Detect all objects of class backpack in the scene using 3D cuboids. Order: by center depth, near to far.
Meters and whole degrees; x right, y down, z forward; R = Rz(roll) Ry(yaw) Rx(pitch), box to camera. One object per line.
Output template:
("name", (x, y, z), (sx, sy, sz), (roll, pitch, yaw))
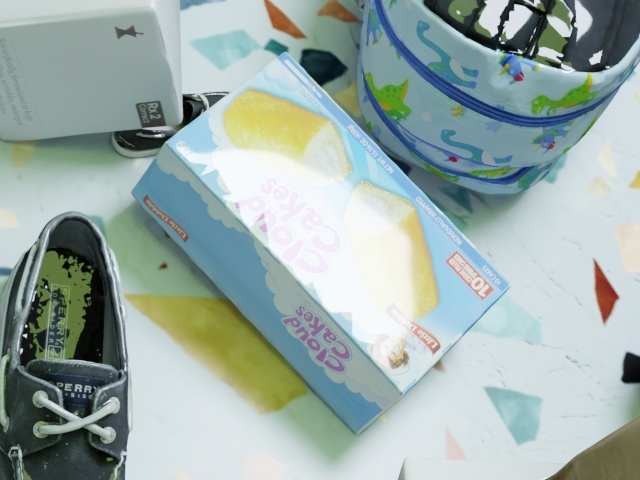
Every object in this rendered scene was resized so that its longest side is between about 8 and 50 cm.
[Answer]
("backpack", (0.165, -0.213, 1.521), (0.290, 0.273, 0.355), (25, 32, -9))

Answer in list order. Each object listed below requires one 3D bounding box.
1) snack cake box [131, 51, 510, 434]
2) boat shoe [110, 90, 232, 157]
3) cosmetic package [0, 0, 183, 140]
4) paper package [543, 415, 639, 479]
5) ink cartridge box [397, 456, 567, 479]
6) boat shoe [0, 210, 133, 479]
("snack cake box", (0.000, 0.000, 1.385), (0.264, 0.089, 0.152), (46, 52, 3))
("boat shoe", (-0.112, -0.102, 1.446), (0.125, 0.038, 0.046), (-13, 66, -28))
("cosmetic package", (-0.192, -0.198, 1.378), (0.151, 0.151, 0.184), (-5, 59, 2))
("paper package", (0.345, 0.285, 1.175), (0.324, 0.168, 0.309), (11, 52, -29))
("ink cartridge box", (0.069, 0.291, 1.207), (0.261, 0.066, 0.296), (2, 52, -8))
("boat shoe", (-0.179, 0.119, 1.239), (0.108, 0.102, 0.301), (10, 56, -17))
